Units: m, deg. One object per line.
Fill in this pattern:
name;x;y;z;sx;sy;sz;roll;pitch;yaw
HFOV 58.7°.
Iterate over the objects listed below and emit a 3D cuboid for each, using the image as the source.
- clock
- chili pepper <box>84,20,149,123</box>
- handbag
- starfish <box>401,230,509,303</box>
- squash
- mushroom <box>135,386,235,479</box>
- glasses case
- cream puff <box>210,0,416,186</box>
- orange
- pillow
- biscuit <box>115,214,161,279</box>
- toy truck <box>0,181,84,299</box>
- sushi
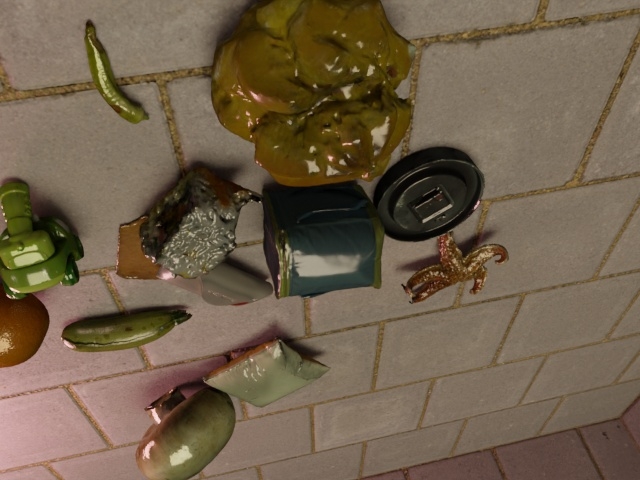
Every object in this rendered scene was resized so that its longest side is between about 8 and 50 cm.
clock;0.264;-0.107;1.398;0.280;0.056;0.281;-10;140;-8
chili pepper;-0.371;-0.278;0.999;0.048;0.043;0.208;-9;141;12
handbag;0.000;0.000;1.274;0.240;0.263;0.223;-5;125;-10
starfish;0.369;0.088;1.621;0.303;0.113;0.312;-12;143;-6
squash;-0.511;0.243;1.514;0.340;0.095;0.095;-8;140;-10
mushroom;-0.429;0.598;1.803;0.352;0.260;0.352;-36;178;-1
glasses case;-0.261;0.110;1.432;0.128;0.083;0.308;-38;137;24
cream puff;0.003;-0.240;0.990;0.377;0.276;0.378;-7;139;-6
orange;-0.738;0.195;1.308;0.205;0.206;0.206;-9;140;-8
pillow;-0.168;0.428;1.818;0.310;0.119;0.312;-32;137;15
biscuit;-0.364;0.023;1.368;0.236;0.013;0.232;2;138;-22
toy truck;-0.580;0.010;1.145;0.148;0.187;0.211;-15;141;-11
sushi;-0.261;-0.042;1.192;0.139;0.184;0.274;27;116;-40
